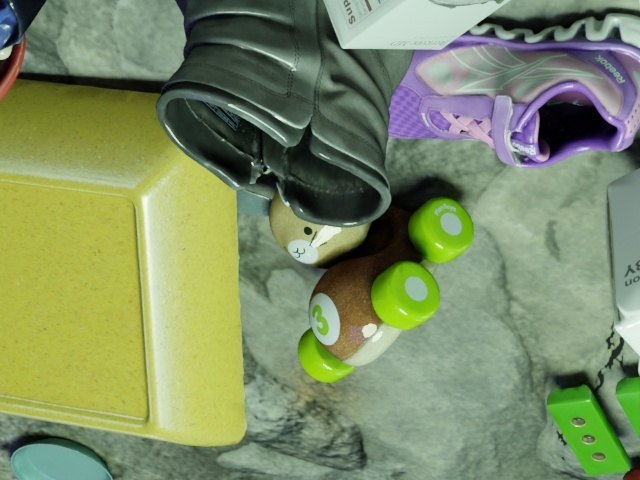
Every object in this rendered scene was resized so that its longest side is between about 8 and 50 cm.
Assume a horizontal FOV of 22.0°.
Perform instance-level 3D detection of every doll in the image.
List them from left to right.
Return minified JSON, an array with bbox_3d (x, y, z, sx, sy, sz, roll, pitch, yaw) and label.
[{"bbox_3d":[-0.217,-0.157,1.115,0.046,0.189,0.129,37,145,0],"label":"doll"}]

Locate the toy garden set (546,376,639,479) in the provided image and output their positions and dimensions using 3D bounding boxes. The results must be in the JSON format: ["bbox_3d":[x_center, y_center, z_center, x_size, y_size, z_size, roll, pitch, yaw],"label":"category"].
[{"bbox_3d":[0.360,0.179,1.513,0.244,0.049,0.204,-12,131,28],"label":"toy garden set"}]

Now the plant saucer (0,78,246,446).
[{"bbox_3d":[-0.237,0.033,1.397,0.333,0.081,0.332,7,119,15],"label":"plant saucer"}]

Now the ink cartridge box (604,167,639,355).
[{"bbox_3d":[0.431,0.064,1.236,0.279,0.160,0.385,-28,125,27],"label":"ink cartridge box"}]

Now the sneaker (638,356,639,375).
[{"bbox_3d":[0.312,0.076,1.401,0.070,0.051,0.134,13,137,10],"label":"sneaker"}]

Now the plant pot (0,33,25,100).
[{"bbox_3d":[-0.317,-0.178,1.200,0.191,0.191,0.174,6,148,10],"label":"plant pot"}]

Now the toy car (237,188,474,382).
[{"bbox_3d":[0.000,0.000,1.354,0.188,0.149,0.155,38,143,-9],"label":"toy car"}]

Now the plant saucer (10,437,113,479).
[{"bbox_3d":[-0.282,0.252,1.819,0.119,0.021,0.119,9,140,8],"label":"plant saucer"}]

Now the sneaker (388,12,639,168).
[{"bbox_3d":[0.136,-0.100,1.209,0.236,0.104,0.095,-3,139,22],"label":"sneaker"}]

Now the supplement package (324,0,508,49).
[{"bbox_3d":[0.087,-0.210,1.064,0.105,0.105,0.179,-7,161,-44],"label":"supplement package"}]

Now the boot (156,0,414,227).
[{"bbox_3d":[-0.075,-0.165,1.103,0.338,0.222,0.118,27,140,-14],"label":"boot"}]
